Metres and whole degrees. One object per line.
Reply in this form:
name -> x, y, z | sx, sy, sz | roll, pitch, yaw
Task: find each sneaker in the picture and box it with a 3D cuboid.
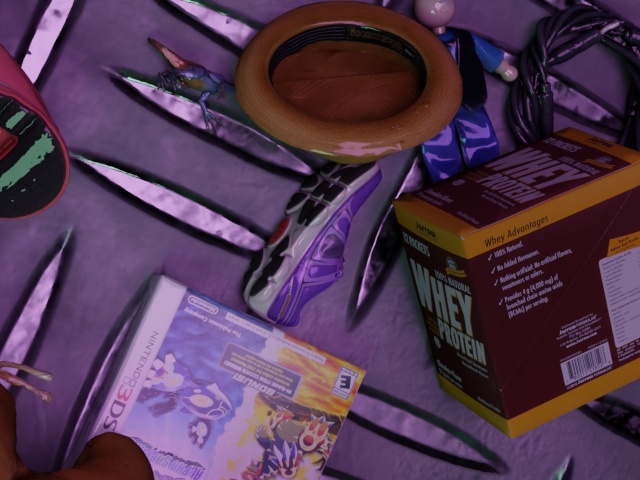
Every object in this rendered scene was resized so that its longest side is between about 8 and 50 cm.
sneaker -> 0.000, 0.000, 1.403 | 0.071, 0.068, 0.170 | 38, 87, -30
sneaker -> -0.322, -0.147, 1.255 | 0.116, 0.136, 0.314 | -39, 107, 8

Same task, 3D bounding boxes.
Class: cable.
cable -> 0.246, -0.125, 1.483 | 0.151, 0.047, 0.184 | 24, 83, -16

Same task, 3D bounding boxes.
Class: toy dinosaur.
toy dinosaur -> -0.095, -0.141, 1.377 | 0.082, 0.047, 0.090 | -9, 82, -36

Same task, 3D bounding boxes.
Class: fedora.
fedora -> 0.022, -0.121, 1.375 | 0.194, 0.079, 0.194 | 2, 51, -3

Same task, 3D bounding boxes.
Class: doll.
doll -> 0.120, -0.135, 1.442 | 0.129, 0.046, 0.189 | -15, 96, -13

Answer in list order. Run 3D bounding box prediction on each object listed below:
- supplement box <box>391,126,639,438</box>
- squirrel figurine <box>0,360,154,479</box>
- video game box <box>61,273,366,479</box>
supplement box -> 0.193, 0.032, 1.395 | 0.191, 0.129, 0.194 | -23, 113, -17
squirrel figurine -> -0.251, 0.258, 1.139 | 0.370, 0.281, 0.397 | 53, 34, -9
video game box -> -0.089, 0.153, 1.372 | 0.205, 0.048, 0.187 | 26, 84, -16
